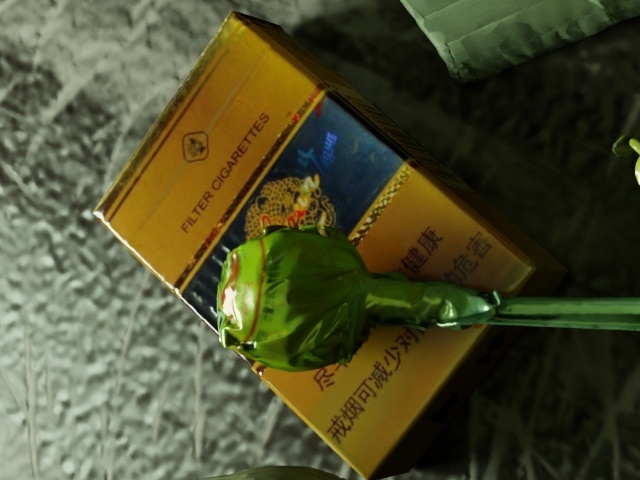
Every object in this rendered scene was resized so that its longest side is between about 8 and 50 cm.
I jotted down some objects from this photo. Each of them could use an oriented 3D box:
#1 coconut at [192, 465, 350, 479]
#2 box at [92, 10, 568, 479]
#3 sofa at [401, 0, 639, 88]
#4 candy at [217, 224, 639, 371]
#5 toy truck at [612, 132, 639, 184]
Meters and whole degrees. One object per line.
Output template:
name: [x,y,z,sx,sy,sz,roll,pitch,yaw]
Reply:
coconut: [-0.037,0.285,0.732,0.328,0.329,0.329,-2,85,26]
box: [0.000,0.000,0.846,0.237,0.070,0.152,42,105,24]
sofa: [0.119,-0.238,0.799,0.210,0.176,0.225,-22,48,23]
candy: [0.073,0.033,0.745,0.262,0.077,0.073,0,66,17]
toy truck: [0.255,-0.103,0.676,0.124,0.157,0.272,40,103,23]
